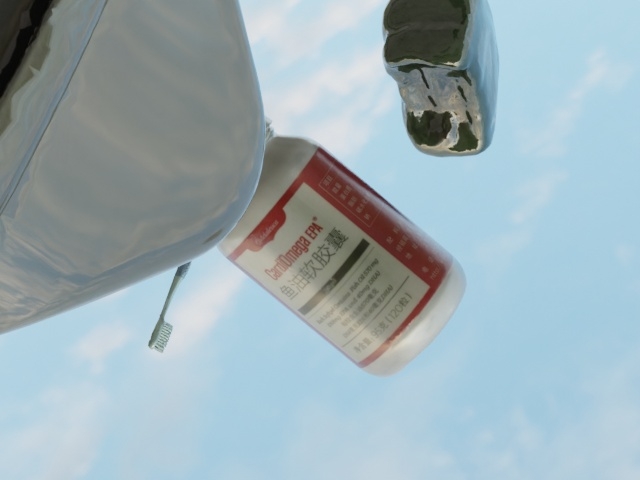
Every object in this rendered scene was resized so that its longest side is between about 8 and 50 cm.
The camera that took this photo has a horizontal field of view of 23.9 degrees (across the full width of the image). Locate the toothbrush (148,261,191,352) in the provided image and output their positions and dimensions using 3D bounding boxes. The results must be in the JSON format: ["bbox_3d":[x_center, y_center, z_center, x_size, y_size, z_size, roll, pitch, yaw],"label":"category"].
[{"bbox_3d":[-0.144,0.022,1.652,0.016,0.019,0.219,-21,-135,54],"label":"toothbrush"}]

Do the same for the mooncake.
[{"bbox_3d":[0.120,-0.166,1.490,0.104,0.175,0.168,-6,-162,12],"label":"mooncake"}]

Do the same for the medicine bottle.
[{"bbox_3d":[0.000,0.000,1.324,0.131,0.250,0.131,-49,-173,8],"label":"medicine bottle"}]

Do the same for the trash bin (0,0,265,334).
[{"bbox_3d":[-0.172,-0.074,0.381,0.209,0.290,0.182,-11,-129,47],"label":"trash bin"}]
